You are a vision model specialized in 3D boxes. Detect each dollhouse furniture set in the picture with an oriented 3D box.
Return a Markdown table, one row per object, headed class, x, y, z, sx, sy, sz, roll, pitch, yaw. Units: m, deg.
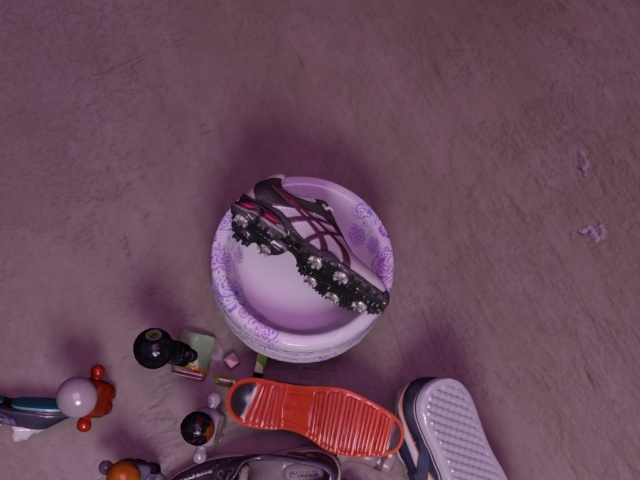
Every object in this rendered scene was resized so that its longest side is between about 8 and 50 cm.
| class | x | y | z | sx | sy | sz | roll | pitch | yaw |
| --- | --- | --- | --- | --- | --- | --- | --- | --- | --- |
| dollhouse furniture set | -0.161 | 0.186 | 1.446 | 0.152 | 0.058 | 0.076 | 13 | 71 | -1 |

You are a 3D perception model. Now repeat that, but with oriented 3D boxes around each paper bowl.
| class | x | y | z | sx | sy | sz | roll | pitch | yaw |
| --- | --- | --- | --- | --- | --- | --- | --- | --- | --- |
| paper bowl | -0.032 | 0.053 | 1.450 | 0.284 | 0.148 | 0.284 | 2 | 67 | -5 |

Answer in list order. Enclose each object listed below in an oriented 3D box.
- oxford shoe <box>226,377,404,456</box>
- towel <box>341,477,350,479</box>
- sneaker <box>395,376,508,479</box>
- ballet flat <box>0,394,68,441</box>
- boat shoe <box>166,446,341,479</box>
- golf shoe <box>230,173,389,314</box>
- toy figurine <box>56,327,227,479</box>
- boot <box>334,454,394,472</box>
| class | x | y | z | sx | sy | sz | roll | pitch | yaw |
| --- | --- | --- | --- | --- | --- | --- | --- | --- | --- |
| oxford shoe | -0.003 | 0.262 | 1.403 | 0.271 | 0.098 | 0.097 | 15 | 86 | 8 |
| towel | 0.058 | 0.570 | 1.353 | 0.312 | 0.056 | 0.324 | 39 | 75 | 11 |
| sneaker | 0.204 | 0.358 | 1.398 | 0.126 | 0.127 | 0.321 | -17 | 93 | -23 |
| ballet flat | -0.477 | 0.267 | 1.391 | 0.203 | 0.074 | 0.074 | 10 | 71 | -9 |
| boat shoe | -0.111 | 0.365 | 1.364 | 0.285 | 0.092 | 0.103 | -9 | 77 | 1 |
| golf shoe | 0.000 | 0.000 | 1.344 | 0.273 | 0.105 | 0.120 | 35 | 60 | 7 |
| toy figurine | -0.256 | 0.253 | 1.349 | 0.213 | 0.148 | 0.209 | -30 | 77 | 0 |
| boot | 0.070 | 0.335 | 1.431 | 0.087 | 0.042 | 0.118 | 36 | 79 | -2 |
